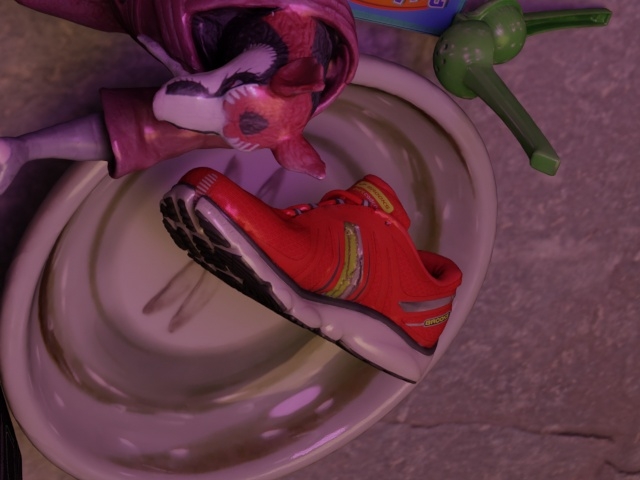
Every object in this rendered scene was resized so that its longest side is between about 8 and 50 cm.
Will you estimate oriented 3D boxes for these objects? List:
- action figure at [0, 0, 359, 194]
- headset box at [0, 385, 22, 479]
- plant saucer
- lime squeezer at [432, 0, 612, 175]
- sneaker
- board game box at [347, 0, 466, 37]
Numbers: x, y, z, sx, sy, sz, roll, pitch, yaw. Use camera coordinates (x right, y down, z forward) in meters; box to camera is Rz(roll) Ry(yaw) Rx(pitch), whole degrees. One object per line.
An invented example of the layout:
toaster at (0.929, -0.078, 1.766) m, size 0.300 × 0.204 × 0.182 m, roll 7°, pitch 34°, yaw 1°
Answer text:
action figure at (-0.072, -0.137, 0.902) m, size 0.275 × 0.370 × 0.248 m, roll 14°, pitch 119°, yaw -42°
headset box at (-0.342, 0.117, 1.062) m, size 0.246 × 0.131 × 0.283 m, roll -10°, pitch 132°, yaw -4°
plant saucer at (-0.060, 0.016, 1.221) m, size 0.400 × 0.100 × 0.400 m, roll -16°, pitch 131°, yaw -19°
lime squeezer at (0.143, -0.139, 1.175) m, size 0.110 × 0.310 × 0.059 m, roll 8°, pitch 117°, yaw 13°
sneaker at (0.000, 0.000, 1.126) m, size 0.279 × 0.107 × 0.118 m, roll 32°, pitch 86°, yaw -46°
board game box at (0.063, -0.252, 1.119) m, size 0.160 × 0.047 × 0.210 m, roll 7°, pitch 120°, yaw -36°
